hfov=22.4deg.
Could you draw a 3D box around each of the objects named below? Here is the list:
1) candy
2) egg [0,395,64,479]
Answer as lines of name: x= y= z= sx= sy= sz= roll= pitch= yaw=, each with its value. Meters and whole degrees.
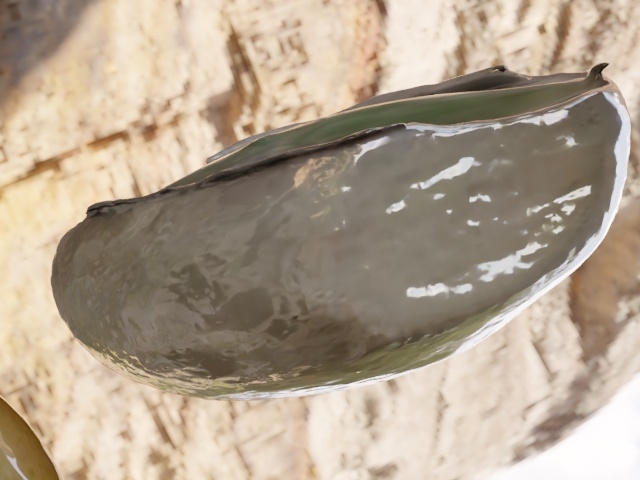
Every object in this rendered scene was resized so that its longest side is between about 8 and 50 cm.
candy: x=0.000 y=0.000 z=1.145 sx=0.427 sy=0.386 sz=0.186 roll=-4 pitch=-73 yaw=48
egg: x=-0.269 y=0.201 z=0.749 sx=0.282 sy=0.351 sz=0.282 roll=48 pitch=0 yaw=0
